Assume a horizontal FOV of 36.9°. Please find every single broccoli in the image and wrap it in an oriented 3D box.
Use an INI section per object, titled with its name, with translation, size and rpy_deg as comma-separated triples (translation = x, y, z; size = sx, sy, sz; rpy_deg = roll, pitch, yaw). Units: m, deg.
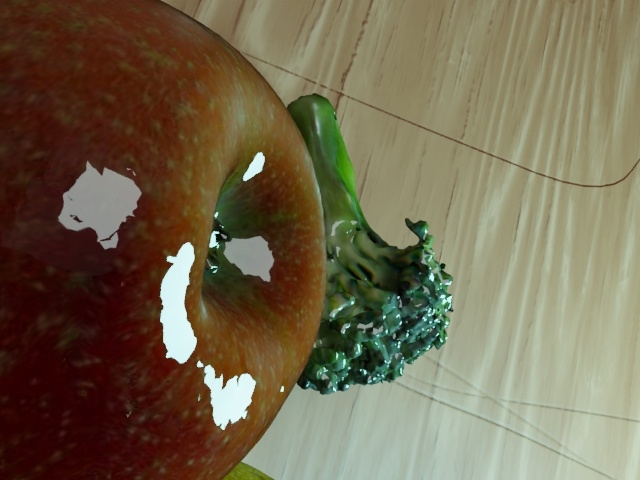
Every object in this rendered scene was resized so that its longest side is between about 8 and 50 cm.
[broccoli]
translation = -0.014, 0.012, 0.865
size = 0.198, 0.177, 0.275
rpy_deg = -30, 68, -10

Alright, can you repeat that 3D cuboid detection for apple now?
[apple]
translation = -0.159, 0.011, 0.571
size = 0.348, 0.276, 0.349
rpy_deg = 0, 90, -68

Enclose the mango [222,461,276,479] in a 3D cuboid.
[mango]
translation = -0.075, 0.249, 0.731
size = 0.262, 0.109, 0.157
rpy_deg = 38, 59, -27
